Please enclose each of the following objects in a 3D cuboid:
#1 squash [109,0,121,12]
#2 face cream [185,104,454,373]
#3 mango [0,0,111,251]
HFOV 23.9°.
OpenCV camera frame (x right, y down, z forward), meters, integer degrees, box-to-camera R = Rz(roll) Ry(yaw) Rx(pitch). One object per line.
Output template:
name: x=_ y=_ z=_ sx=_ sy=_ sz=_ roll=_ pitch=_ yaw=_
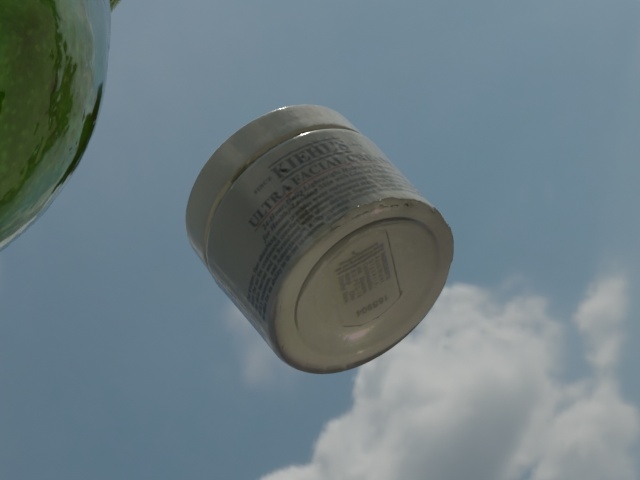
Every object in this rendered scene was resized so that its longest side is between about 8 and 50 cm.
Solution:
squash: x=-0.232 y=-0.100 z=0.869 sx=0.370 sy=0.118 sz=0.118 roll=-43 pitch=-46 yaw=-12
face cream: x=0.000 y=0.000 z=1.239 sx=0.177 sy=0.153 sz=0.177 roll=-23 pitch=-44 yaw=-23
mango: x=-0.193 y=-0.098 z=0.639 sx=0.225 sy=0.382 sz=0.201 roll=-44 pitch=-57 yaw=-8
